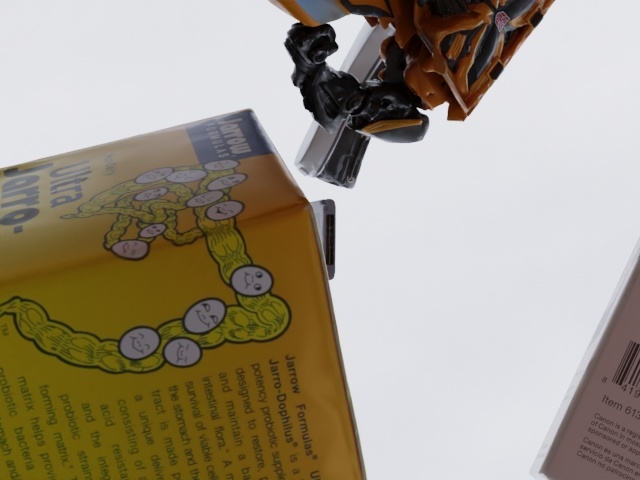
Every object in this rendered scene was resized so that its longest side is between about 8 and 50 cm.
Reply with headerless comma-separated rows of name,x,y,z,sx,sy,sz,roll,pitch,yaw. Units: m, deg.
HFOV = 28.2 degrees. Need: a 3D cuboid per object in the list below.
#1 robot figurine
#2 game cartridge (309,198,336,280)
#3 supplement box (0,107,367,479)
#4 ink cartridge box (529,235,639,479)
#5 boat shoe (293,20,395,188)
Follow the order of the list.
robot figurine,0.035,-0.180,0.704,0.211,0.291,0.085,-53,-140,-8
game cartridge,0.000,0.000,1.312,0.017,0.056,0.083,2,-92,-24
supplement box,-0.176,0.074,0.758,0.356,0.195,0.194,-14,-156,-8
ink cartridge box,0.245,0.062,0.711,0.172,0.100,0.237,26,-96,9
boat shoe,0.058,-0.150,1.212,0.076,0.228,0.080,26,-167,-11
